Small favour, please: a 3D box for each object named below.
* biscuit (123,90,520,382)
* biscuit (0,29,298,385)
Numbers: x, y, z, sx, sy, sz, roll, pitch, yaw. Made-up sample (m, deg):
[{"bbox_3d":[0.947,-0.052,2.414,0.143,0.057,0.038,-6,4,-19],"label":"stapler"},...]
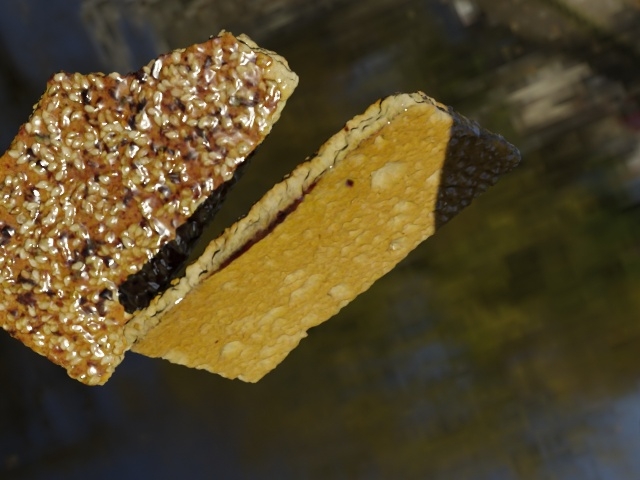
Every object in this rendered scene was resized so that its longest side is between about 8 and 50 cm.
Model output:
[{"bbox_3d":[0.000,0.000,1.104,0.131,0.231,0.025,21,34,-53],"label":"biscuit"},{"bbox_3d":[-0.126,-0.037,1.159,0.131,0.237,0.026,34,14,1],"label":"biscuit"}]
